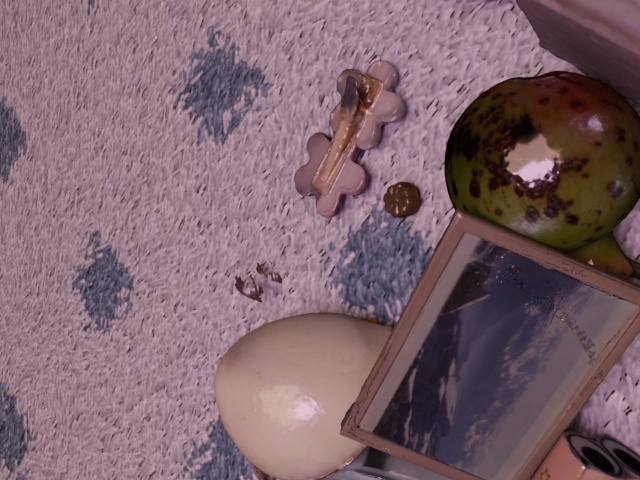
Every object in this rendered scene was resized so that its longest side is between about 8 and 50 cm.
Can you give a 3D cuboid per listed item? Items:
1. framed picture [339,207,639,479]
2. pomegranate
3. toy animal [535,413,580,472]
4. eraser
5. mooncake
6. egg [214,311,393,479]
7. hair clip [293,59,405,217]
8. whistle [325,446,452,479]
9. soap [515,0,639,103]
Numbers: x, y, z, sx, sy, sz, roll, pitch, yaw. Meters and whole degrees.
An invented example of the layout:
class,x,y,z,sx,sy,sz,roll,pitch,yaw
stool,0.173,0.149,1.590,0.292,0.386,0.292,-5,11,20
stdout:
class,x,y,z,sx,sy,sz,roll,pitch,yaw
framed picture,0.197,0.151,0.773,0.247,0.022,0.335,23,115,-3
pomegranate,0.281,-0.057,0.802,0.242,0.242,0.306,-5,129,33
toy animal,0.302,0.213,0.851,0.079,0.070,0.253,28,102,14
eraser,0.282,0.379,0.809,0.291,0.171,0.087,-63,33,15
mooncake,0.008,0.004,1.064,0.347,0.057,0.150,-45,53,17
egg,-0.033,0.198,0.945,0.286,0.174,0.264,-28,31,22
hair clip,0.042,-0.163,1.033,0.146,0.075,0.257,35,114,31
whistle,0.094,0.352,0.946,0.289,0.163,0.164,11,95,13
soap,0.453,-0.325,0.640,0.435,0.212,0.350,-50,51,17
